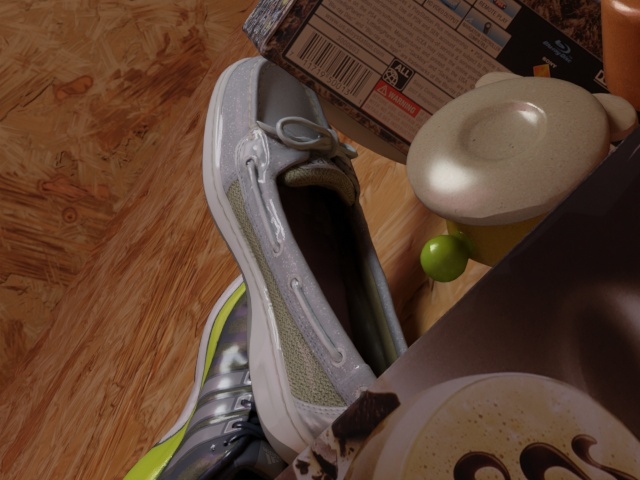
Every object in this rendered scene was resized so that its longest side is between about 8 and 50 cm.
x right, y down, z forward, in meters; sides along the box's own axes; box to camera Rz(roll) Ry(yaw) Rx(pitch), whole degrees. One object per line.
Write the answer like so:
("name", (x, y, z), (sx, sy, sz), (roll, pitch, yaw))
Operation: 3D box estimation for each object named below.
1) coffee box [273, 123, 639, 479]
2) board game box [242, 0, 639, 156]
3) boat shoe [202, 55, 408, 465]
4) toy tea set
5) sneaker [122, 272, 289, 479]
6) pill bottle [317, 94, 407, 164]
("coffee box", (0.104, 0.094, 0.464), (0.297, 0.119, 0.168), (-48, 59, 32))
("board game box", (0.131, -0.174, 0.862), (0.291, 0.232, 0.141), (-54, 15, 7))
("boat shoe", (-0.002, 0.001, 1.007), (0.103, 0.118, 0.320), (-32, 54, 35))
("toy tea set", (0.204, -0.058, 0.636), (0.336, 0.124, 0.200), (-43, 44, -21))
("sneaker", (-0.048, 0.139, 1.079), (0.121, 0.111, 0.300), (10, 71, 61))
("pill bottle", (0.111, -0.214, 1.132), (0.301, 0.169, 0.169), (-61, 15, -12))
